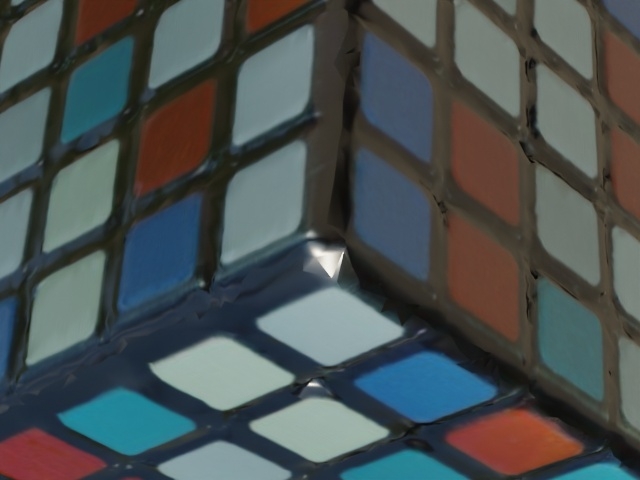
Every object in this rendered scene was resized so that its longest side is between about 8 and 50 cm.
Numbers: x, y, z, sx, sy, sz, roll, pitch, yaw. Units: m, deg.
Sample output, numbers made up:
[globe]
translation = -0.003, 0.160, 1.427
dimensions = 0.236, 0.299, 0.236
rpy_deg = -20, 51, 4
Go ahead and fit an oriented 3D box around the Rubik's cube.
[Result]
[Rubik's cube]
translation = 0.000, 0.000, 0.540
dimensions = 0.182, 0.184, 0.187
rpy_deg = -25, 139, 36
